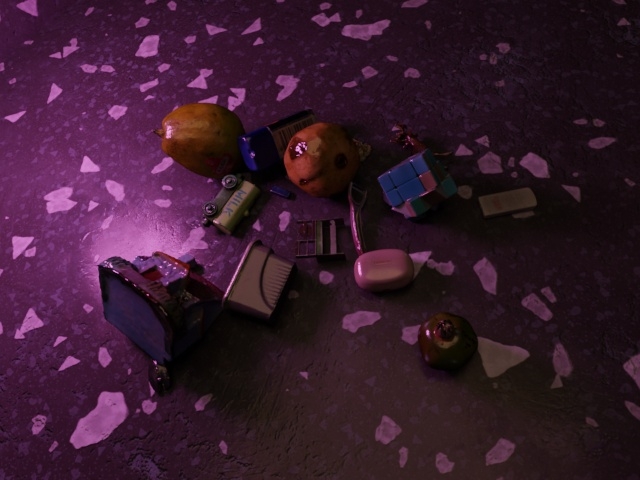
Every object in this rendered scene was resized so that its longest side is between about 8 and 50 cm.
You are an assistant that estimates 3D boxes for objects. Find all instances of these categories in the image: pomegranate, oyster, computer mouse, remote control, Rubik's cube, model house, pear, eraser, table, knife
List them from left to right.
[{"bbox_3d":[-0.533,0.432,1.635,0.079,0.047,0.135,-17,62,1],"label":"computer mouse"},{"bbox_3d":[-0.489,0.175,1.667,0.360,0.297,0.339,29,39,23],"label":"model house"},{"bbox_3d":[-0.458,-0.391,1.910,0.375,0.287,0.287,5,56,-28],"label":"pear"},{"bbox_3d":[-0.148,-0.385,1.909,0.332,0.155,0.101,-31,22,-28],"label":"eraser"},{"bbox_3d":[0.000,0.000,1.771,0.175,0.062,0.146,-4,61,6],"label":"table"},{"bbox_3d":[0.006,-0.300,1.816,0.281,0.281,0.281,-4,61,8],"label":"pomegranate"},{"bbox_3d":[0.115,-0.365,1.961,0.166,0.053,0.108,21,77,12],"label":"oyster"},{"bbox_3d":[0.141,-0.063,1.784,0.053,0.123,0.278,-17,67,38],"label":"knife"},{"bbox_3d":[0.329,-0.177,1.720,0.265,0.224,0.213,-26,98,30],"label":"Rubik's cube"},{"bbox_3d":[0.372,0.291,1.461,0.180,0.209,0.180,-6,61,11],"label":"pomegranate"},{"bbox_3d":[0.662,-0.134,1.749,0.190,0.029,0.087,-12,60,3],"label":"remote control"}]

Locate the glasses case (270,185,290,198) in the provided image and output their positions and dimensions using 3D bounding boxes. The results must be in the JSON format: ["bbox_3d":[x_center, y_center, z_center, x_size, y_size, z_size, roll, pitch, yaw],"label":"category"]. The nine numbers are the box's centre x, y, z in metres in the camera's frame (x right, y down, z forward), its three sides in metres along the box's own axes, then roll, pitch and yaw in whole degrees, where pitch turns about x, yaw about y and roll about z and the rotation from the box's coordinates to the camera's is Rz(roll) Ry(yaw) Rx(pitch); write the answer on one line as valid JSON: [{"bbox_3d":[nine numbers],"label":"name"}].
[{"bbox_3d":[-0.154,-0.187,1.923,0.083,0.023,0.033,23,63,19],"label":"glasses case"}]

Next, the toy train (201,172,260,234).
[{"bbox_3d":[-0.341,-0.136,1.893,0.157,0.105,0.253,30,69,8],"label":"toy train"}]

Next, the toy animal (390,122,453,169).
[{"bbox_3d":[0.361,-0.325,1.875,0.260,0.087,0.243,22,65,17],"label":"toy animal"}]

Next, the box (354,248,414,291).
[{"bbox_3d":[0.213,0.100,1.664,0.200,0.088,0.146,-8,60,4],"label":"box"}]

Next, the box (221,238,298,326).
[{"bbox_3d":[-0.198,0.149,1.692,0.178,0.138,0.274,19,69,12],"label":"box"}]
